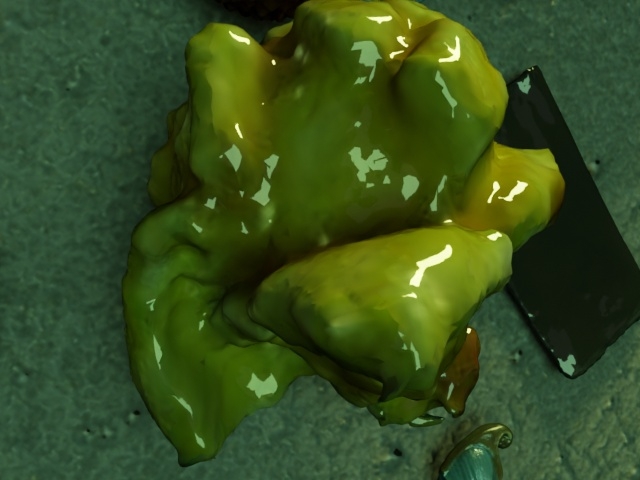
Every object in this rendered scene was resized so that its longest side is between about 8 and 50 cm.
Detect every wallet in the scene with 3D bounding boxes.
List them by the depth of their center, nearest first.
[{"bbox_3d":[0.223,-0.012,0.711,0.146,0.030,0.285,-38,105,-17],"label":"wallet"}]

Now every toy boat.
[{"bbox_3d":[0.162,0.264,0.678,0.077,0.075,0.185,-17,94,-15],"label":"toy boat"}]

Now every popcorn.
[{"bbox_3d":[-0.006,-0.005,0.488,0.326,0.321,0.290,-44,69,7],"label":"popcorn"}]

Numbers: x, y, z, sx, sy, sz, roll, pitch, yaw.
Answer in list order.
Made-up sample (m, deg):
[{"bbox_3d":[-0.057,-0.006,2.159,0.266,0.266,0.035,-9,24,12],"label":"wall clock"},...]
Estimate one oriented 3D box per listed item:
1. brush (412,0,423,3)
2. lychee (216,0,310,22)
[{"bbox_3d":[0.076,-0.207,0.621,0.164,0.014,0.051,-41,110,13],"label":"brush"},{"bbox_3d":[-0.028,-0.256,0.534,0.188,0.188,0.188,-1,93,-20],"label":"lychee"}]
